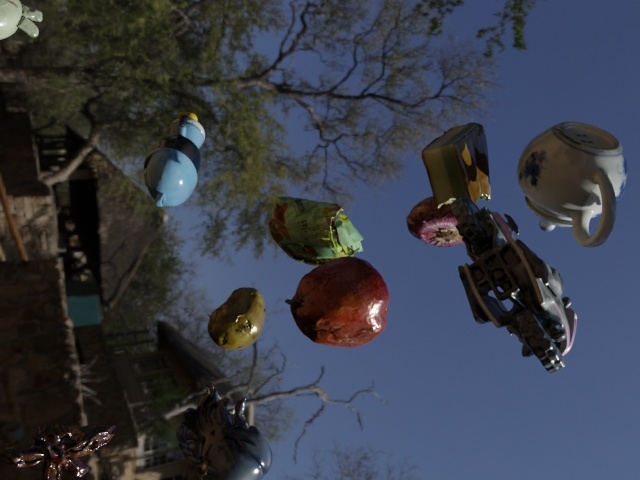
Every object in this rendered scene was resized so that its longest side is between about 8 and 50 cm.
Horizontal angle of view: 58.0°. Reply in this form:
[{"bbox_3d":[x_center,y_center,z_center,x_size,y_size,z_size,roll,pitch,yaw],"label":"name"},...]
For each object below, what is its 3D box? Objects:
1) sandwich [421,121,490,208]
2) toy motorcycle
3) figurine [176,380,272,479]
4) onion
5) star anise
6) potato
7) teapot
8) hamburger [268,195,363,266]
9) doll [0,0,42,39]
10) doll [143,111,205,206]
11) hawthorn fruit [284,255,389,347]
[{"bbox_3d":[0.354,-0.179,1.434,0.108,0.220,0.185,-8,-69,37],"label":"sandwich"},{"bbox_3d":[0.322,0.071,0.966,0.143,0.188,0.326,-36,-124,23],"label":"toy motorcycle"},{"bbox_3d":[-0.240,0.489,1.413,0.265,0.197,0.175,28,-29,21],"label":"figurine"},{"bbox_3d":[0.376,-0.080,1.772,0.230,0.230,0.163,133,-42,-57],"label":"onion"},{"bbox_3d":[-0.367,0.315,0.811,0.144,0.158,0.140,17,-34,54],"label":"star anise"},{"bbox_3d":[-0.194,0.190,1.401,0.137,0.176,0.137,18,-47,20],"label":"potato"},{"bbox_3d":[0.608,-0.137,1.431,0.423,0.253,0.279,-98,-165,-53],"label":"teapot"},{"bbox_3d":[0.002,0.001,1.348,0.214,0.125,0.235,24,-26,31],"label":"hamburger"},{"bbox_3d":[-0.732,-0.477,1.189,0.113,0.275,0.154,104,-17,-61],"label":"doll"},{"bbox_3d":[-0.391,-0.211,1.551,0.177,0.141,0.313,102,-4,-51],"label":"doll"},{"bbox_3d":[0.036,0.114,1.066,0.173,0.179,0.173,-19,90,-89],"label":"hawthorn fruit"}]
